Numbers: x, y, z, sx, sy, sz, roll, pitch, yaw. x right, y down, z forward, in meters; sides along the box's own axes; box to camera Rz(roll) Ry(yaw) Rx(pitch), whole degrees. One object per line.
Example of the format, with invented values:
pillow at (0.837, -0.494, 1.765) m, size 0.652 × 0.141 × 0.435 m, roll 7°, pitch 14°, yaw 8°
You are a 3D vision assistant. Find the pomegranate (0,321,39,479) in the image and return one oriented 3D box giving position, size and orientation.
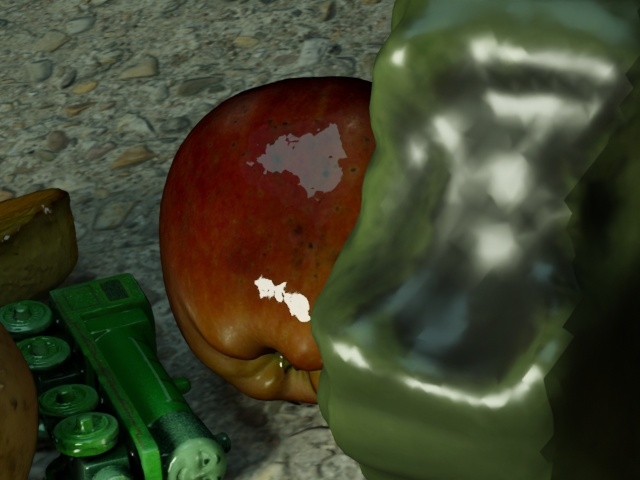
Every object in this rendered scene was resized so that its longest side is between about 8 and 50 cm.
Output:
pomegranate at (-0.310, 0.114, 1.203) m, size 0.281 × 0.281 × 0.281 m, roll -9°, pitch 32°, yaw 6°

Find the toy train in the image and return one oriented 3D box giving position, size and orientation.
toy train at (-0.144, 0.106, 1.340) m, size 0.119 × 0.085 × 0.251 m, roll -13°, pitch 30°, yaw -19°

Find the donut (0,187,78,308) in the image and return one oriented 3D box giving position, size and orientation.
donut at (-0.254, 0.021, 1.488) m, size 0.162 × 0.065 × 0.178 m, roll -20°, pitch 13°, yaw 12°

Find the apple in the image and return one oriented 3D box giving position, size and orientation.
apple at (-0.002, 0.000, 1.338) m, size 0.234 × 0.234 × 0.234 m, roll -9°, pitch 32°, yaw 6°

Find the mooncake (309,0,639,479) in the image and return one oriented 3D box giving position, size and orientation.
mooncake at (0.135, -0.005, 1.157) m, size 0.187 × 0.351 × 0.351 m, roll 9°, pitch 38°, yaw 30°
